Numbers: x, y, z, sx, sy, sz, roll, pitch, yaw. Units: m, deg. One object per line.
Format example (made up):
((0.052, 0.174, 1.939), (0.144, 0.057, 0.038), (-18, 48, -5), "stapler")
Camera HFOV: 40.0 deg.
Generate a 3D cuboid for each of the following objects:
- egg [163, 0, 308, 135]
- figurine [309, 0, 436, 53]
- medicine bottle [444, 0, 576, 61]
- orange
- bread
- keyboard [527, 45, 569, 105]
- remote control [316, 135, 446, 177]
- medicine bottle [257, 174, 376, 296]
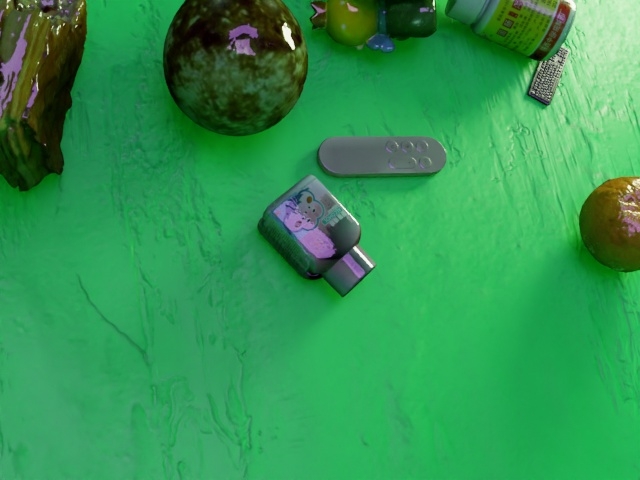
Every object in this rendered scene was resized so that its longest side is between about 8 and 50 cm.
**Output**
((-0.140, -0.311, 1.455), (0.238, 0.238, 0.289), (3, 59, -15), "egg")
((0.100, -0.429, 1.649), (0.234, 0.127, 0.185), (-7, 29, 11), "figurine")
((0.369, -0.451, 1.714), (0.225, 0.139, 0.139), (22, 64, -7), "medicine bottle")
((0.557, -0.030, 1.590), (0.177, 0.155, 0.178), (7, 59, -12), "orange")
((-0.472, -0.284, 1.318), (0.191, 0.314, 0.370), (8, 71, -4), "bread")
((0.459, -0.339, 1.768), (0.053, 0.010, 0.155), (27, 64, -3), "keyboard")
((0.112, -0.150, 1.583), (0.245, 0.022, 0.077), (-2, 68, -17), "remote control")
((0.000, 0.000, 1.448), (0.188, 0.094, 0.119), (47, 63, 6), "medicine bottle")
